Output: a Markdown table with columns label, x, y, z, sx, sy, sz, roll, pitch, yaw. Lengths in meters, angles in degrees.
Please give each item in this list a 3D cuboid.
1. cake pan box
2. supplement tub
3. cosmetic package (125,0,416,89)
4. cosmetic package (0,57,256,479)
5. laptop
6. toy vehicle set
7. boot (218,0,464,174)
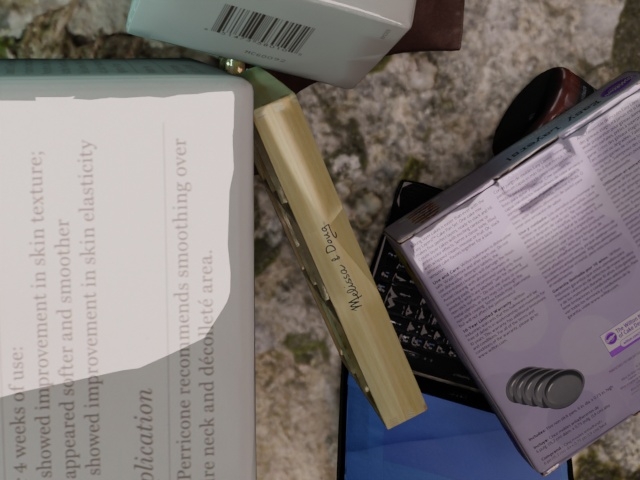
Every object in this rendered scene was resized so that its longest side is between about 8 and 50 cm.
| label | x | y | z | sx | sy | sz | roll | pitch | yaw |
| --- | --- | --- | --- | --- | --- | --- | --- | --- | --- |
| cake pan box | 0.225 | 0.023 | 1.191 | 0.267 | 0.070 | 0.246 | -34 | 107 | -2 |
| supplement tub | 0.257 | -0.061 | 1.269 | 0.198 | 0.106 | 0.106 | 34 | 93 | -15 |
| cosmetic package | -0.012 | -0.325 | 1.082 | 0.197 | 0.155 | 0.365 | 14 | 74 | -12 |
| cosmetic package | -0.262 | 0.030 | 1.073 | 0.393 | 0.327 | 0.329 | -1 | 100 | -11 |
| laptop | 0.150 | 0.111 | 1.264 | 0.234 | 0.136 | 0.264 | 17 | 97 | -14 |
| toy vehicle set | 0.000 | 0.000 | 1.111 | 0.035 | 0.166 | 0.267 | -25 | 106 | -5 |
| boot | 0.020 | -0.169 | 1.210 | 0.207 | 0.090 | 0.248 | 4 | 96 | -9 |
